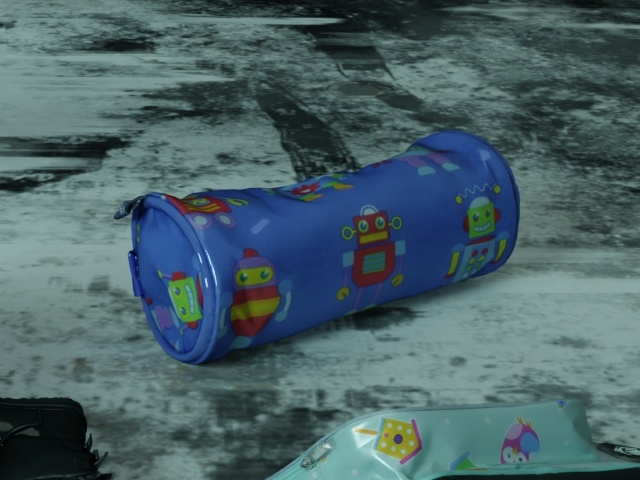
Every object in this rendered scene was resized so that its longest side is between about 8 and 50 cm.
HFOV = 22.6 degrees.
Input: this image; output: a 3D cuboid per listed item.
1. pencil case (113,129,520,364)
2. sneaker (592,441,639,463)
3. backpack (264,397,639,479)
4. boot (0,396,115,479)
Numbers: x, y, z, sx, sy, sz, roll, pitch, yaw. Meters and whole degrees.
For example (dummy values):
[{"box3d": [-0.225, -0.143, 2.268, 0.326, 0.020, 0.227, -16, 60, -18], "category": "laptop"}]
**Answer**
[{"box3d": [0.000, 0.000, 1.170, 0.306, 0.119, 0.133, -14, 17, -35], "category": "pencil case"}, {"box3d": [0.160, 0.157, 0.844, 0.132, 0.086, 0.228, 2, 21, -7], "category": "sneaker"}, {"box3d": [0.045, 0.152, 0.690, 0.166, 0.188, 0.144, -1, 56, -39], "category": "backpack"}, {"box3d": [-0.183, 0.131, 0.930, 0.121, 0.045, 0.099, -3, 26, -14], "category": "boot"}]
